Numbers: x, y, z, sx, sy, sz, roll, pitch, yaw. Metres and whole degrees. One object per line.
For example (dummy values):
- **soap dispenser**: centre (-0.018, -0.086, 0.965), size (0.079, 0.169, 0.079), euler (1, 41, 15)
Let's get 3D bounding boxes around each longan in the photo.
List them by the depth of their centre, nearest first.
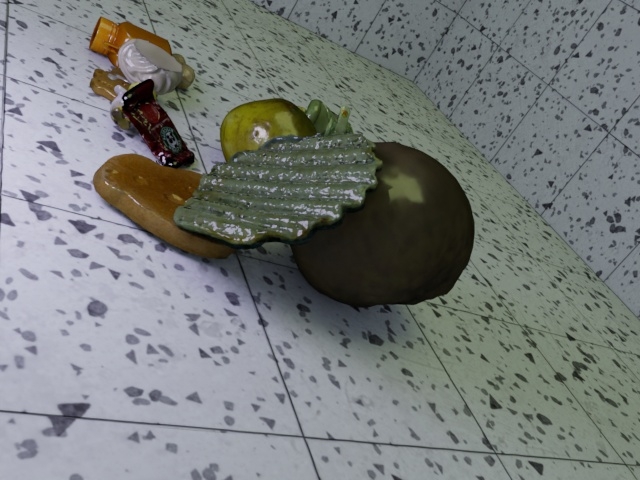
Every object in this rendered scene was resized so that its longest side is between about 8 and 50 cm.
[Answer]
- **longan**: centre (0.135, -0.037, 1.552), size (0.435, 0.404, 0.404), euler (-5, 45, -48)

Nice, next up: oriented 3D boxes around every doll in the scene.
- **doll**: centre (-0.478, -0.347, 1.726), size (0.129, 0.081, 0.207), euler (59, 25, -26)

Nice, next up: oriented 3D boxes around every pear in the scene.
- **pear**: centre (-0.137, -0.261, 1.821), size (0.269, 0.269, 0.321), euler (17, 19, -32)

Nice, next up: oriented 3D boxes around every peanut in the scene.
- **peanut**: centre (-0.453, -0.545, 2.148), size (0.082, 0.082, 0.187), euler (7, 34, -44)

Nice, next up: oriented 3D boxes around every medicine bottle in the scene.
- **medicine bottle**: centre (-0.567, -0.575, 2.016), size (0.222, 0.112, 0.149), euler (19, 28, -29)

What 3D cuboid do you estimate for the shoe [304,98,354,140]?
- **shoe**: centre (0.025, -0.344, 2.060), size (0.128, 0.140, 0.262), euler (6, -13, 18)

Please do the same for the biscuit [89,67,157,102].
- **biscuit**: centre (-0.539, -0.429, 1.881), size (0.184, 0.035, 0.249), euler (33, 24, -3)

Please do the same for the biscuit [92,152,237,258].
- **biscuit**: centre (-0.320, -0.083, 1.489), size (0.343, 0.057, 0.287), euler (31, 25, -5)

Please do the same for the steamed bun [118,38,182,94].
- **steamed bun**: centre (-0.478, -0.474, 1.870), size (0.182, 0.106, 0.183), euler (30, 27, -17)

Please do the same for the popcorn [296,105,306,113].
- **popcorn**: centre (-0.085, -0.339, 2.133), size (0.142, 0.174, 0.174), euler (8, 35, -33)

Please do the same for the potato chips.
- **potato chips**: centre (-0.091, -0.110, 1.381), size (0.428, 0.070, 0.359), euler (6, 45, 29)

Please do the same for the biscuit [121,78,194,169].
- **biscuit**: centre (-0.402, -0.278, 1.674), size (0.235, 0.063, 0.151), euler (57, 30, -13)
